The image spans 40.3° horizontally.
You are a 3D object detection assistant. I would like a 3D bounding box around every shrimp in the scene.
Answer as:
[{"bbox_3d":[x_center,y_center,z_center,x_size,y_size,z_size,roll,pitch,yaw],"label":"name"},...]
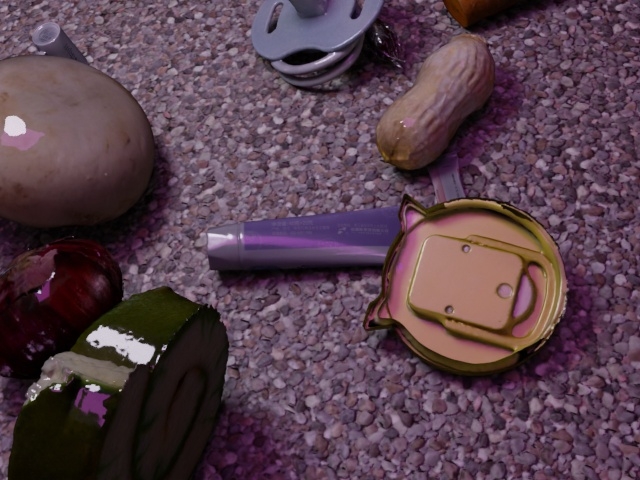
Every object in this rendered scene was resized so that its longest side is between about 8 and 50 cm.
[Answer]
[{"bbox_3d":[0.125,-0.381,1.694,0.057,0.065,0.165,-38,57,23],"label":"shrimp"}]

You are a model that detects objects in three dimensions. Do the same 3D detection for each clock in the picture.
[{"bbox_3d":[0.230,0.070,1.347,0.294,0.071,0.277,21,76,16],"label":"clock"}]

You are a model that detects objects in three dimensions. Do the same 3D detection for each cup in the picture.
[{"bbox_3d":[-0.537,-0.369,1.771,0.074,0.116,0.104,18,68,22],"label":"cup"}]

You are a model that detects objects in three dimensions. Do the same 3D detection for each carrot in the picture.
[{"bbox_3d":[0.387,-0.527,1.709,0.302,0.138,0.138,-35,57,-6],"label":"carrot"}]

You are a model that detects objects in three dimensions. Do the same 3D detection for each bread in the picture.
[{"bbox_3d":[-0.256,0.231,1.145,0.129,0.382,0.366,16,73,16],"label":"bread"}]

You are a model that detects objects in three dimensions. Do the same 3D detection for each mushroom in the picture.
[{"bbox_3d":[-0.478,-0.153,1.543,0.362,0.294,0.362,14,41,-12],"label":"mushroom"}]

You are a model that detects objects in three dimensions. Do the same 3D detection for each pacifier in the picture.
[{"bbox_3d":[-0.034,-0.452,1.646,0.300,0.233,0.244,-2,58,33],"label":"pacifier"}]

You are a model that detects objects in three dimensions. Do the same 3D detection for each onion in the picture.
[{"bbox_3d":[-0.409,0.116,1.366,0.252,0.219,0.252,-40,16,13],"label":"onion"}]

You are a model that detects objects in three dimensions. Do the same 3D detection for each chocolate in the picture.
[{"bbox_3d":[0.211,-0.245,1.543,0.134,0.134,0.309,26,64,24],"label":"chocolate"}]

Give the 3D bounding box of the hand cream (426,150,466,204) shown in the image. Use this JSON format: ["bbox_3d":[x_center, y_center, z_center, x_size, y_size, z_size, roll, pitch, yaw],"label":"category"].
[{"bbox_3d":[0.221,-0.068,1.479,0.052,0.038,0.216,7,48,-15],"label":"hand cream"}]

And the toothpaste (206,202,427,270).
[{"bbox_3d":[0.000,0.000,1.447,0.372,0.080,0.125,-5,55,0],"label":"toothpaste"}]
